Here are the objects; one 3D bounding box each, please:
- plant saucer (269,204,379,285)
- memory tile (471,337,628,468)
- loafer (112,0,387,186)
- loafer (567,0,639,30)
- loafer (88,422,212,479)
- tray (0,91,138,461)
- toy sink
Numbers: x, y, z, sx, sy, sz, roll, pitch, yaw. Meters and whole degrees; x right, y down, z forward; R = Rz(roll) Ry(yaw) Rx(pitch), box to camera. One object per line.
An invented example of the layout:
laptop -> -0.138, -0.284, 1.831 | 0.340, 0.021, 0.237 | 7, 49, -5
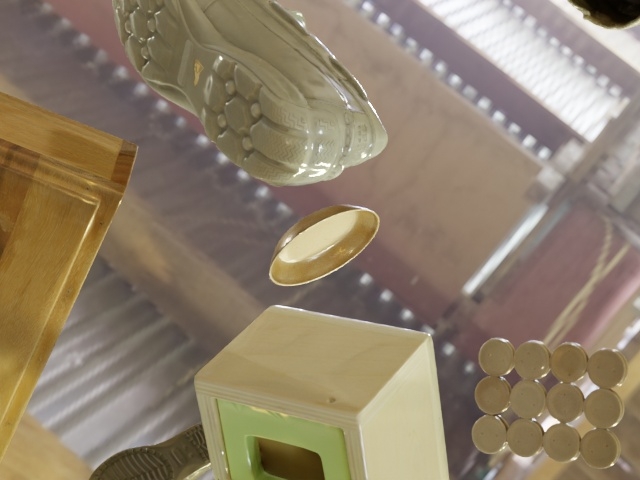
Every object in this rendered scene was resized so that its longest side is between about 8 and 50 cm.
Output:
plant saucer -> 0.000, 0.000, 0.886 | 0.083, 0.083, 0.015 | 2, -130, -50
memory tile -> 0.213, 0.150, 1.236 | 0.148, 0.113, 0.012 | 3, 179, 32
loafer -> -0.067, -0.147, 1.037 | 0.111, 0.112, 0.319 | -5, -139, -37
loafer -> 0.126, -0.205, 0.581 | 0.268, 0.102, 0.092 | 60, -139, -35
loafer -> -0.150, 0.217, 1.223 | 0.148, 0.050, 0.056 | -16, -122, -36
tray -> -0.327, 0.050, 1.153 | 0.203, 0.411, 0.076 | 21, -143, -13
toy sink -> 0.007, 0.192, 1.074 | 0.153, 0.234, 0.131 | 10, -148, 30
